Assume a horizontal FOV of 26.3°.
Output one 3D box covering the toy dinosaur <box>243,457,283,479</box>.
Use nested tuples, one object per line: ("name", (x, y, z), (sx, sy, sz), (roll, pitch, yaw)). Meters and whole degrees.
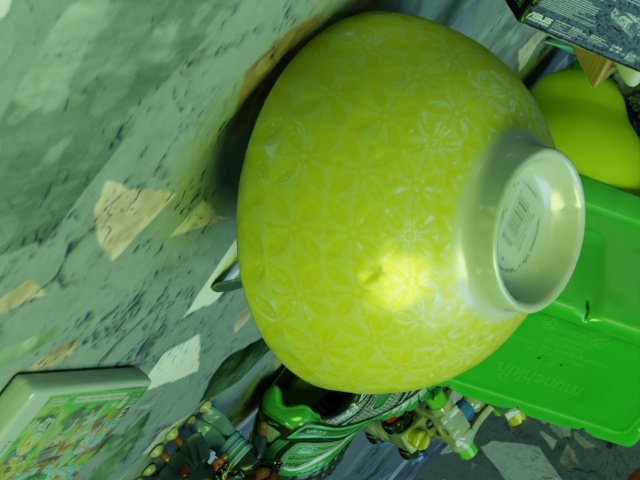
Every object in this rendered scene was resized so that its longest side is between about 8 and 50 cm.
("toy dinosaur", (-0.108, 0.349, 1.532), (0.322, 0.164, 0.218), (124, -14, -69))

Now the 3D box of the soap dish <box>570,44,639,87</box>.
("soap dish", (0.362, -0.310, 1.366), (0.229, 0.118, 0.291), (-42, 165, -24))

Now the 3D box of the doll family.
("doll family", (-0.128, 0.258, 1.413), (0.193, 0.111, 0.076), (-50, 166, 4))

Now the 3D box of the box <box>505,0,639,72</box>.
("box", (0.266, -0.234, 1.166), (0.180, 0.077, 0.147), (16, 124, -26))

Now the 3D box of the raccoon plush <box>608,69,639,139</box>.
("raccoon plush", (0.405, -0.043, 1.772), (0.446, 0.299, 0.216), (-50, 169, -19))

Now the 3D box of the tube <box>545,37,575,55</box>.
("tube", (0.321, -0.225, 1.572), (0.207, 0.080, 0.052), (-21, 118, -66))

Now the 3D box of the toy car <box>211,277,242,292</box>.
("toy car", (0.000, 0.000, 1.163), (0.188, 0.149, 0.155), (-27, 167, 36))

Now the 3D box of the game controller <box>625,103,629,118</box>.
("game controller", (0.265, -0.044, 1.687), (0.319, 0.067, 0.166), (-60, -150, -2))

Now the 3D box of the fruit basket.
("fruit basket", (0.249, -0.006, 1.506), (0.392, 0.392, 0.283), (-33, 159, -47))

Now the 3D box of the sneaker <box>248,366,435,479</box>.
("sneaker", (0.052, 0.153, 1.632), (0.343, 0.134, 0.146), (-42, 157, -38))

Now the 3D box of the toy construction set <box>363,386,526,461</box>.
("toy construction set", (0.173, 0.238, 2.084), (0.215, 0.151, 0.328), (-40, -172, -18))

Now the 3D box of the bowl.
("bowl", (0.095, -0.017, 0.983), (0.289, 0.156, 0.289), (-13, 107, -47))

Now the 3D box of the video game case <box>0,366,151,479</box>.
("video game case", (-0.237, 0.180, 1.069), (0.193, 0.023, 0.212), (-50, 166, 8))

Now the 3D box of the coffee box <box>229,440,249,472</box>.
("coffee box", (-0.114, 0.330, 1.783), (0.184, 0.040, 0.113), (-54, 165, 20))

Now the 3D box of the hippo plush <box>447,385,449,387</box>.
("hippo plush", (0.214, 0.078, 1.884), (0.236, 0.234, 0.294), (-29, -154, -6))
